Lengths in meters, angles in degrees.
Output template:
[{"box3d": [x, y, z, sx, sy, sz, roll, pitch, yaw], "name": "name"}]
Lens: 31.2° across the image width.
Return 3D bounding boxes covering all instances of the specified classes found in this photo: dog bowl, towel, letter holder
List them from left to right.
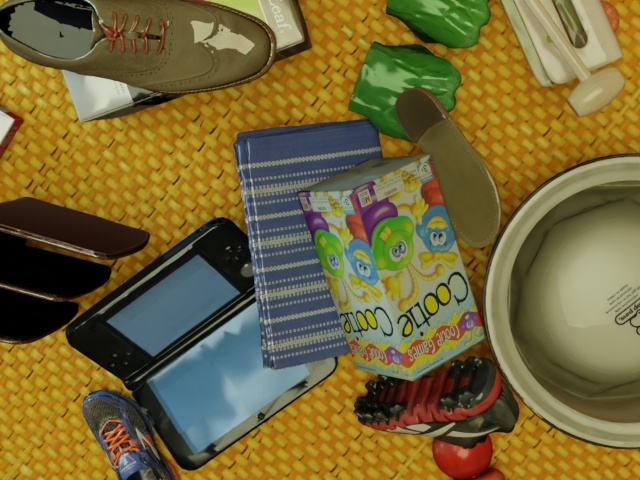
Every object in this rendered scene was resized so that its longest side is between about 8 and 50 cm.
[{"box3d": [-0.365, 0.047, 1.580, 0.214, 0.302, 0.152, 14, 96, 0], "name": "letter holder"}, {"box3d": [0.000, 0.000, 1.642, 0.243, 0.040, 0.336, -11, 97, -32], "name": "towel"}, {"box3d": [0.426, 0.078, 1.629, 0.407, 0.150, 0.408, 0, 96, 2], "name": "dog bowl"}]

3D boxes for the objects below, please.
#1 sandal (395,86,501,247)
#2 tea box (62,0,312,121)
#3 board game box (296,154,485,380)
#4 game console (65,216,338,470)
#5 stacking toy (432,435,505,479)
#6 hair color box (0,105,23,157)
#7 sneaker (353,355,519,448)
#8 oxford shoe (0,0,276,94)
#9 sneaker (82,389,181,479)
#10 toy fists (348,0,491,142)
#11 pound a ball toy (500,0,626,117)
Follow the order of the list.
[{"box3d": [0.191, -0.109, 1.596, 0.088, 0.079, 0.240, -31, 87, 26], "name": "sandal"}, {"box3d": [-0.215, -0.368, 1.572, 0.323, 0.220, 0.329, -18, 96, 5], "name": "tea box"}, {"box3d": [0.098, 0.035, 1.598, 0.142, 0.144, 0.275, -26, 104, -29], "name": "board game box"}, {"box3d": [-0.168, 0.153, 1.644, 0.293, 0.250, 0.173, -36, 51, 5], "name": "game console"}, {"box3d": [0.252, 0.421, 1.685, 0.141, 0.141, 0.330, -18, 90, 4], "name": "stacking toy"}, {"box3d": [-0.524, -0.132, 1.693, 0.093, 0.053, 0.167, 33, 95, -2], "name": "hair color box"}, {"box3d": [0.168, 0.243, 1.636, 0.135, 0.276, 0.098, 42, 53, -27], "name": "sneaker"}, {"box3d": [-0.230, -0.242, 1.412, 0.348, 0.130, 0.123, 3, 98, 1], "name": "oxford shoe"}, {"box3d": [-0.280, 0.318, 1.712, 0.083, 0.087, 0.221, -36, 94, 5], "name": "sneaker"}, {"box3d": [0.151, -0.278, 1.632, 0.142, 0.096, 0.279, 23, 97, 6], "name": "toy fists"}, {"box3d": [0.330, -0.335, 1.560, 0.135, 0.208, 0.319, -25, 94, 4], "name": "pound a ball toy"}]
